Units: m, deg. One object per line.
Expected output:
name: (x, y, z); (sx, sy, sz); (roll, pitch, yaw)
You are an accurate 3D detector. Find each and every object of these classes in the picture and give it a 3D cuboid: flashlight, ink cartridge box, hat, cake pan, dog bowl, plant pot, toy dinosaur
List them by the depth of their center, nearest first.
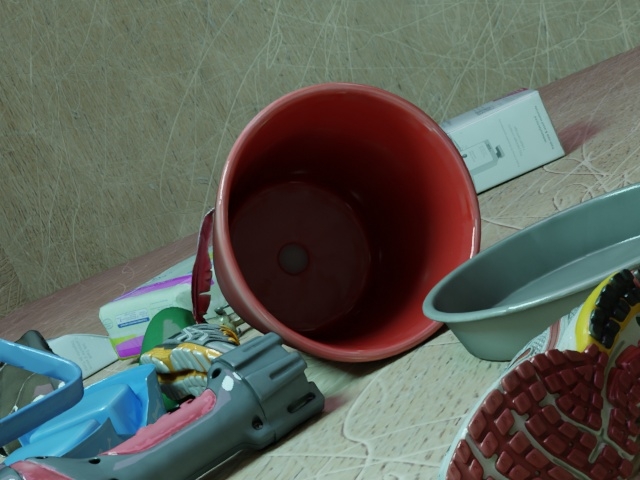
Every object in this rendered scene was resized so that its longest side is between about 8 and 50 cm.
flashlight: (-0.151, 0.177, 0.940); (0.304, 0.103, 0.103); (-31, 12, -28)
cake pan: (0.232, 0.021, 0.950); (0.293, 0.054, 0.293); (-25, 8, 4)
dog bowl: (-0.246, 0.216, 1.098); (0.166, 0.074, 0.297); (-23, 7, 13)
plant pot: (0.000, 0.000, 1.164); (0.275, 0.275, 0.243); (-28, -2, -19)
hat: (-0.189, 0.093, 1.329); (0.173, 0.183, 0.208); (-23, 8, 12)
toy dinosaur: (-0.175, 0.139, 1.476); (0.268, 0.064, 0.118); (-29, 1, -12)
ink cartridge box: (0.243, -0.145, 1.831); (0.283, 0.117, 0.207); (-24, 8, 7)
ink cartridge box: (-0.442, 0.184, 1.908); (0.385, 0.091, 0.308); (-32, 10, -34)

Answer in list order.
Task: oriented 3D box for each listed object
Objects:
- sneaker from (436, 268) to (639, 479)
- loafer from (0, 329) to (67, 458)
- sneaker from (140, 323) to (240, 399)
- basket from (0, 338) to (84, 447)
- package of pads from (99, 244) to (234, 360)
sneaker: (0.138, 0.105, 0.641); (0.225, 0.088, 0.092); (-32, -10, -43)
loafer: (-0.388, 0.203, 1.414); (0.130, 0.133, 0.366); (-28, 8, -20)
sneaker: (-0.116, 0.125, 1.176); (0.083, 0.084, 0.215); (-37, 20, -29)
basket: (-0.383, 0.149, 0.941); (0.255, 0.201, 0.289); (12, 23, 28)
package of pads: (-0.175, 0.079, 1.720); (0.229, 0.101, 0.296); (-16, 11, 47)
